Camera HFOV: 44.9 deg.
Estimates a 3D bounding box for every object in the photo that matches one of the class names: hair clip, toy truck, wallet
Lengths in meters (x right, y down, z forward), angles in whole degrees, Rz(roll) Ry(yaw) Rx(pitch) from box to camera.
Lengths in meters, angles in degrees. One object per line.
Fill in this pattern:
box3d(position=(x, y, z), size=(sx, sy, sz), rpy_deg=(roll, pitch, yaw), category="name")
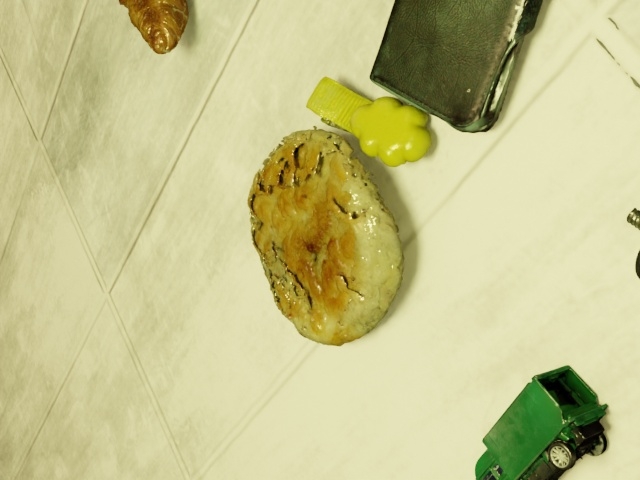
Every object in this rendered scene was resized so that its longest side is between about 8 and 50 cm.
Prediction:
box3d(position=(0.056, -0.136, 0.865), size=(0.173, 0.046, 0.072), rpy_deg=(38, 101, 41), category="hair clip")
box3d(position=(0.207, 0.200, 0.738), size=(0.079, 0.065, 0.147), rpy_deg=(51, 131, 34), category="toy truck")
box3d(position=(0.150, -0.272, 0.737), size=(0.172, 0.045, 0.318), rpy_deg=(40, 125, 41), category="wallet")

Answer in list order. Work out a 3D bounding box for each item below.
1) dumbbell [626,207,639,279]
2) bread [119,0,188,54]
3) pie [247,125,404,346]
box3d(position=(0.310, 0.037, 0.564), size=(0.208, 0.099, 0.099), rpy_deg=(44, 127, 37), category="dumbbell")
box3d(position=(-0.244, -0.366, 1.152), size=(0.105, 0.076, 0.233), rpy_deg=(-33, 64, 34), category="bread")
box3d(position=(0.000, 0.000, 0.930), size=(0.274, 0.055, 0.274), rpy_deg=(27, 125, 47), category="pie")
